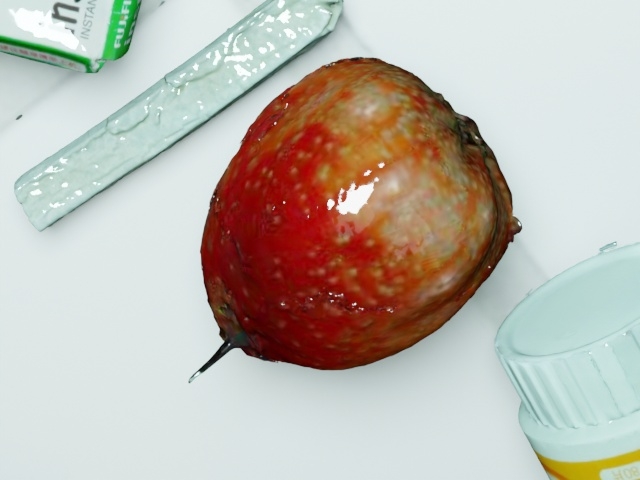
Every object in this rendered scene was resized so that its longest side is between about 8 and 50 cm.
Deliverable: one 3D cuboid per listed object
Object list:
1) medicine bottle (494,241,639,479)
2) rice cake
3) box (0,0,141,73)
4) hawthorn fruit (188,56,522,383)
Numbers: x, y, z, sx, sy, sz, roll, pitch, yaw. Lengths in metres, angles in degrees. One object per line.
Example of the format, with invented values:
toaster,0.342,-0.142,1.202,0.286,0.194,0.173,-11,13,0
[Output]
medicine bottle,0.243,0.165,0.944,0.158,0.158,0.318,-28,105,8
rice cake,-0.088,-0.088,0.920,0.245,0.045,0.042,-35,102,10
box,-0.213,-0.213,0.852,0.250,0.103,0.180,13,107,-4
hawthorn fruit,0.000,0.000,0.881,0.235,0.181,0.181,-38,104,6
